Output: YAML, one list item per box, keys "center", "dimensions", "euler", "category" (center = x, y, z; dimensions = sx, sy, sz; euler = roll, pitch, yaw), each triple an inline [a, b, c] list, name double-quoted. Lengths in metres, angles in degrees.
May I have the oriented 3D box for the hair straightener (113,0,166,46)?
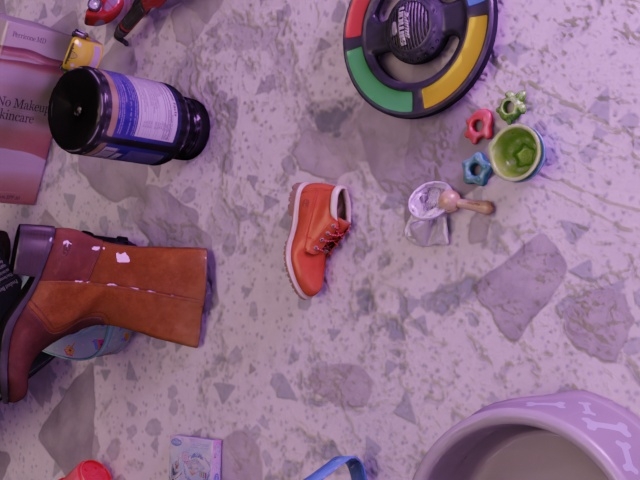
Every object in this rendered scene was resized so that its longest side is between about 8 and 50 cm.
- center: [-0.249, -0.370, 1.777]
  dimensions: [0.230, 0.047, 0.089]
  euler: [-42, 19, 47]
  category: "hair straightener"

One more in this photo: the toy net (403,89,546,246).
- center: [0.170, -0.080, 1.421]
  dimensions: [0.232, 0.045, 0.122]
  euler: [-38, 65, 31]
  category: "toy net"

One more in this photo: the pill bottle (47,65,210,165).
- center: [-0.265, -0.171, 1.671]
  dimensions: [0.122, 0.219, 0.123]
  euler: [-4, 84, 39]
  category: "pill bottle"

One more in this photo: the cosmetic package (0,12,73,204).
- center: [-0.525, -0.219, 1.933]
  dimensions: [0.129, 0.153, 0.296]
  euler: [23, 103, 36]
  category: "cosmetic package"

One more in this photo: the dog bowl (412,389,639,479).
- center: [0.240, 0.337, 1.299]
  dimensions: [0.348, 0.102, 0.349]
  euler: [-4, 83, 39]
  category: "dog bowl"

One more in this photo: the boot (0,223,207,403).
- center: [-0.312, 0.119, 1.681]
  dimensions: [0.096, 0.280, 0.264]
  euler: [-175, 95, -70]
  category: "boot"

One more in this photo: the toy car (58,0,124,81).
- center: [-0.369, -0.285, 1.844]
  dimensions: [0.239, 0.053, 0.225]
  euler: [-80, 16, -44]
  category: "toy car"

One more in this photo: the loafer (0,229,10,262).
- center: [-0.569, 0.071, 2.006]
  dimensions: [0.080, 0.078, 0.220]
  euler: [32, 123, -1]
  category: "loafer"

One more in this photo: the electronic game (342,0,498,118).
- center: [0.121, -0.266, 1.474]
  dimensions: [0.229, 0.048, 0.229]
  euler: [-3, 86, 39]
  category: "electronic game"

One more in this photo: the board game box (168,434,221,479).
- center: [-0.182, 0.329, 1.695]
  dimensions: [0.090, 0.020, 0.090]
  euler: [-1, 87, 39]
  category: "board game box"

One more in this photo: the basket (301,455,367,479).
- center: [0.005, 0.422, 1.388]
  dimensions: [0.201, 0.254, 0.289]
  euler: [-7, 93, 34]
  category: "basket"

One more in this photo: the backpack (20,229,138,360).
- center: [-0.365, 0.089, 1.779]
  dimensions: [0.165, 0.144, 0.189]
  euler: [8, 102, 18]
  category: "backpack"

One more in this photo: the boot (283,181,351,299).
- center: [0.000, 0.000, 1.549]
  dimensions: [0.084, 0.059, 0.158]
  euler: [-1, 85, 34]
  category: "boot"

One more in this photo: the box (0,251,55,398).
- center: [-0.619, 0.153, 1.902]
  dimensions: [0.296, 0.182, 0.294]
  euler: [-35, 92, 32]
  category: "box"

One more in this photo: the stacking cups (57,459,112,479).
- center: [-0.438, 0.463, 1.856]
  dimensions: [0.316, 0.096, 0.096]
  euler: [-42, 62, 26]
  category: "stacking cups"
